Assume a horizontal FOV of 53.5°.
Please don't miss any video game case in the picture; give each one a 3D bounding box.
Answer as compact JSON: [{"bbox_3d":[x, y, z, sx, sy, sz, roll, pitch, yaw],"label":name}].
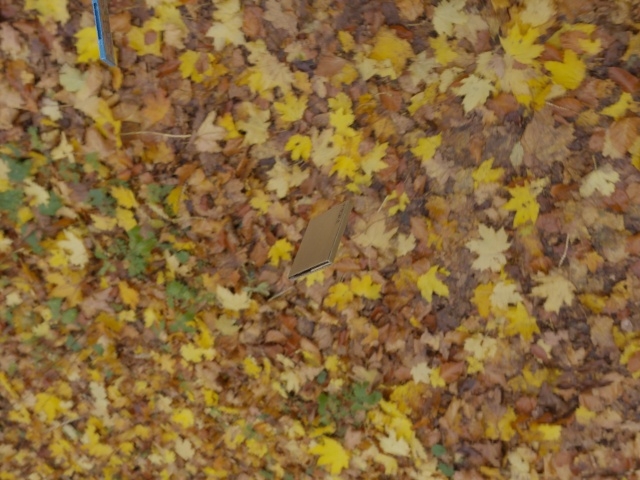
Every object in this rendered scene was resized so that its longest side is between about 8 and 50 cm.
[{"bbox_3d":[-0.503,-0.496,1.473,0.015,0.119,0.166,-6,98,-7],"label":"video game case"}]

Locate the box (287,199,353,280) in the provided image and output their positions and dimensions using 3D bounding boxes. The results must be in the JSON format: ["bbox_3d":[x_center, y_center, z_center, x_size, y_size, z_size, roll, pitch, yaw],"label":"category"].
[{"bbox_3d":[0.000,0.000,1.623,0.021,0.201,0.164,37,142,-24],"label":"box"}]
